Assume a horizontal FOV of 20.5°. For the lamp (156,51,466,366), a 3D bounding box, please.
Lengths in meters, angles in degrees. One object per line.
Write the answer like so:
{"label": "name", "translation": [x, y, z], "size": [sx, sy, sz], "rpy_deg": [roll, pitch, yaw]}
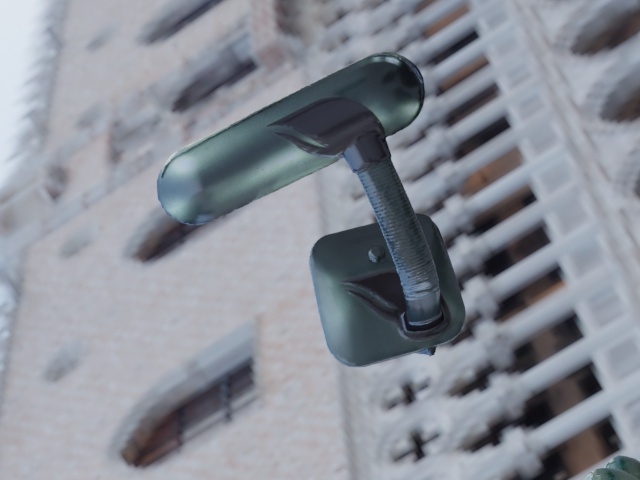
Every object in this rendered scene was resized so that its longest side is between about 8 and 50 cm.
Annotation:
{"label": "lamp", "translation": [0.001, 0.005, 1.333], "size": [0.283, 0.203, 0.124], "rpy_deg": [73, -178, -61]}

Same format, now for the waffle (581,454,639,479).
{"label": "waffle", "translation": [0.293, 0.252, 1.131], "size": [0.292, 0.056, 0.309], "rpy_deg": [46, -165, 27]}
